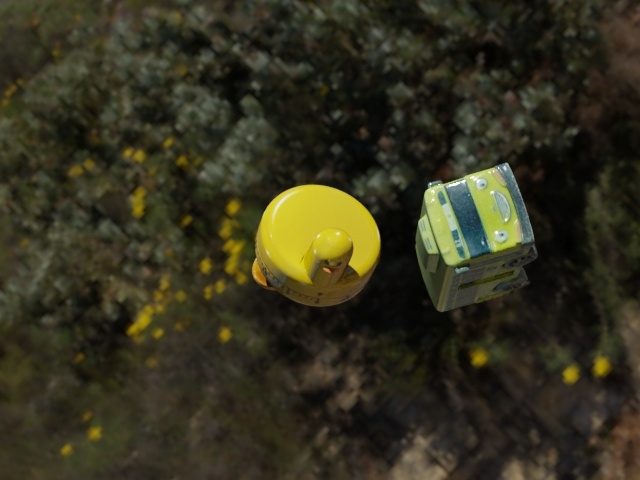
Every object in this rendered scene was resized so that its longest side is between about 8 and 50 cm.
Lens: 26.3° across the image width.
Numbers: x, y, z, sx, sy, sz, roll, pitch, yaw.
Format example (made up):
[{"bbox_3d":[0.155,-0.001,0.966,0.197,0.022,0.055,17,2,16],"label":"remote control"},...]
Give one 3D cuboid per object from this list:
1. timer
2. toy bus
[{"bbox_3d":[0.000,0.000,1.142,0.107,0.107,0.109,-43,-13,-35],"label":"timer"},{"bbox_3d":[0.140,0.002,1.265,0.101,0.088,0.175,-15,-17,-3],"label":"toy bus"}]
